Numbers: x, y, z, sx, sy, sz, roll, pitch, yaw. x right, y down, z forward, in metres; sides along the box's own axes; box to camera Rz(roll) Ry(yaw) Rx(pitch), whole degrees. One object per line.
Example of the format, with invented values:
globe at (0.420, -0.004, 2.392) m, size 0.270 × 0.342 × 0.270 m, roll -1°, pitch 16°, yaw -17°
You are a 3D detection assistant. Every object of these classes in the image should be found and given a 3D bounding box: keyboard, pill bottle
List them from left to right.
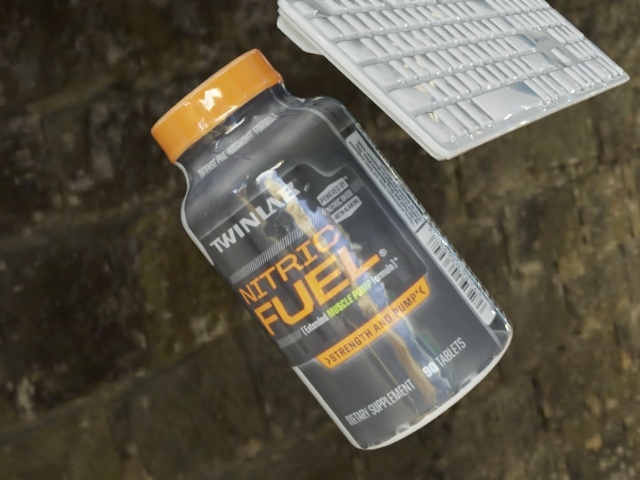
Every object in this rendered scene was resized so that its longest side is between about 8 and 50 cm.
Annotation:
pill bottle at (0.000, 0.000, 0.800) m, size 0.130 × 0.246 × 0.130 m, roll -38°, pitch 3°, yaw 3°
keyboard at (0.065, -0.073, 0.486) m, size 0.014 × 0.072 × 0.256 m, roll -57°, pitch -14°, yaw 25°
